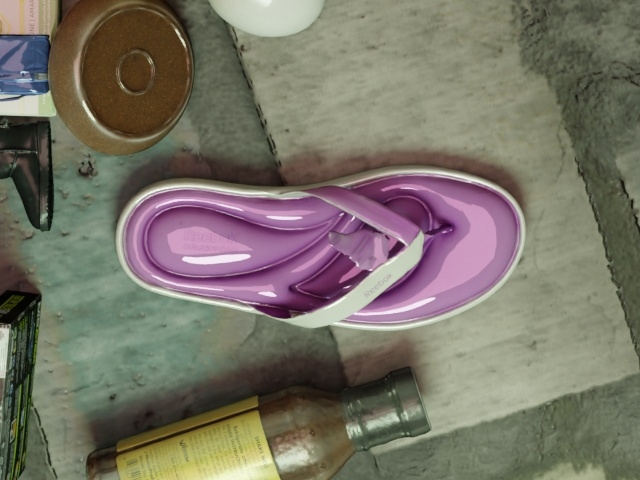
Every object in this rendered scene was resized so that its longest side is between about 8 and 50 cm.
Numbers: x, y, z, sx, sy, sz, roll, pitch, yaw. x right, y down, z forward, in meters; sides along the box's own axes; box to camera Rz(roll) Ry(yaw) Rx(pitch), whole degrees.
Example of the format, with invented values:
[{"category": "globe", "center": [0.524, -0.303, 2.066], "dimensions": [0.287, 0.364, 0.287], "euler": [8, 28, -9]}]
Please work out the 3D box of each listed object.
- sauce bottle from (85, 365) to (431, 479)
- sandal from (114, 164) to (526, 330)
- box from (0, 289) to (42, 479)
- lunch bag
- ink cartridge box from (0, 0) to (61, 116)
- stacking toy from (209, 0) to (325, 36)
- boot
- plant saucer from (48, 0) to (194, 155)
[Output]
[{"category": "sauce bottle", "center": [-0.060, 0.213, 1.691], "dimensions": [0.344, 0.111, 0.111], "euler": [-17, 97, 3]}, {"category": "sandal", "center": [0.001, 0.015, 1.671], "dimensions": [0.416, 0.102, 0.169], "euler": [-2, 97, 0]}, {"category": "box", "center": [-0.315, 0.156, 1.646], "dimensions": [0.045, 0.184, 0.191], "euler": [6, 98, -3]}, {"category": "lunch bag", "center": [-0.308, -0.166, 1.611], "dimensions": [0.098, 0.067, 0.065], "euler": [-1, 98, -3]}, {"category": "ink cartridge box", "center": [-0.376, -0.212, 1.666], "dimensions": [0.235, 0.056, 0.171], "euler": [1, 98, -3]}, {"category": "stacking toy", "center": [-0.191, -0.346, 1.565], "dimensions": [0.480, 0.350, 0.350], "euler": [39, 95, -22]}, {"category": "boot", "center": [-0.321, -0.067, 1.688], "dimensions": [0.099, 0.045, 0.121], "euler": [-2, 90, -2]}, {"category": "plant saucer", "center": [-0.187, -0.166, 1.636], "dimensions": [0.168, 0.029, 0.168], "euler": [-7, 102, -37]}]
